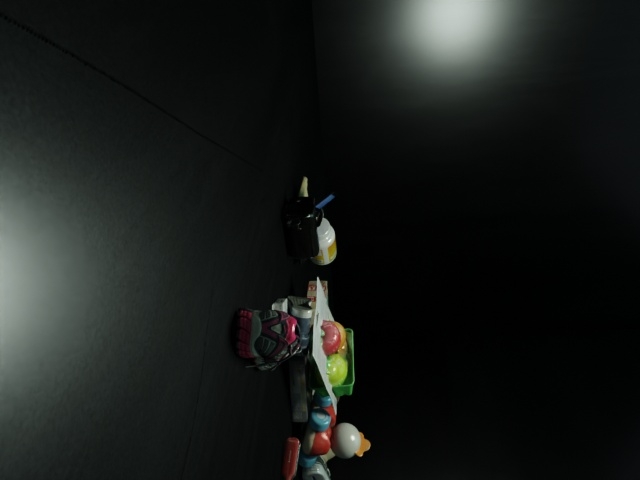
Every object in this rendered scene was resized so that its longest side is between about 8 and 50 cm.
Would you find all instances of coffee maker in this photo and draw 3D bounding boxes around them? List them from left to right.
[{"bbox_3d":[-0.068,-0.027,1.305,0.171,0.120,0.178,-52,146,-44],"label":"coffee maker"}]

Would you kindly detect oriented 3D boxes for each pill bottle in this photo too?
[{"bbox_3d":[0.000,0.000,1.825,0.245,0.137,0.136,81,9,-60],"label":"pill bottle"}]

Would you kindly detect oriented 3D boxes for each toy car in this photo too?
[{"bbox_3d":[0.060,0.688,1.439,0.210,0.238,0.219,-72,178,-68],"label":"toy car"}]

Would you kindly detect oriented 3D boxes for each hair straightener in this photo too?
[{"bbox_3d":[-0.086,0.700,1.161,0.089,0.047,0.230,81,9,-57],"label":"hair straightener"}]

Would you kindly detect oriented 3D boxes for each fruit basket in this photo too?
[{"bbox_3d":[0.013,0.358,1.372,0.327,0.166,0.353,-87,159,-50],"label":"fruit basket"}]

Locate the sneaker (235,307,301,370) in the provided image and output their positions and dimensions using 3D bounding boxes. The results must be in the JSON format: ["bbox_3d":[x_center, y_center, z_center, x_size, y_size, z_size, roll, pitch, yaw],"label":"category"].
[{"bbox_3d":[-0.091,0.216,0.858,0.299,0.112,0.120,75,14,-72],"label":"sneaker"}]

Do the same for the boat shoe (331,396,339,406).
[{"bbox_3d":[0.033,0.768,2.231,0.120,0.123,0.323,-36,116,-78],"label":"boat shoe"}]

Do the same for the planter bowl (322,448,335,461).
[{"bbox_3d":[0.005,0.857,1.689,0.109,0.162,0.162,-55,151,-39],"label":"planter bowl"}]

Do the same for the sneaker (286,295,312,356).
[{"bbox_3d":[-0.074,0.264,1.249,0.226,0.086,0.163,-124,-139,-84],"label":"sneaker"}]

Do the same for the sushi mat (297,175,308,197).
[{"bbox_3d":[-0.075,-0.143,1.685,0.316,0.019,0.151,-83,171,-60],"label":"sushi mat"}]

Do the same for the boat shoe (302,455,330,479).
[{"bbox_3d":[-0.006,0.935,1.603,0.119,0.121,0.335,-90,176,-52],"label":"boat shoe"}]

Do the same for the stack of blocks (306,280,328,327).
[{"bbox_3d":[-0.008,0.363,1.925,0.171,0.087,0.297,-82,170,-63],"label":"stack of blocks"}]

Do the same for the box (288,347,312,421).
[{"bbox_3d":[-0.066,0.477,1.406,0.183,0.056,0.230,-70,158,-78],"label":"box"}]

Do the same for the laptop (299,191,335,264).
[{"bbox_3d":[-0.005,-0.050,1.560,0.234,0.137,0.264,-31,119,-83],"label":"laptop"}]

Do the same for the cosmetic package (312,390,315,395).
[{"bbox_3d":[-0.015,0.595,1.634,0.231,0.118,0.085,82,7,-63],"label":"cosmetic package"}]

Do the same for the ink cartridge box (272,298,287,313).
[{"bbox_3d":[-0.111,0.191,1.106,0.083,0.028,0.048,-37,125,-83],"label":"ink cartridge box"}]
